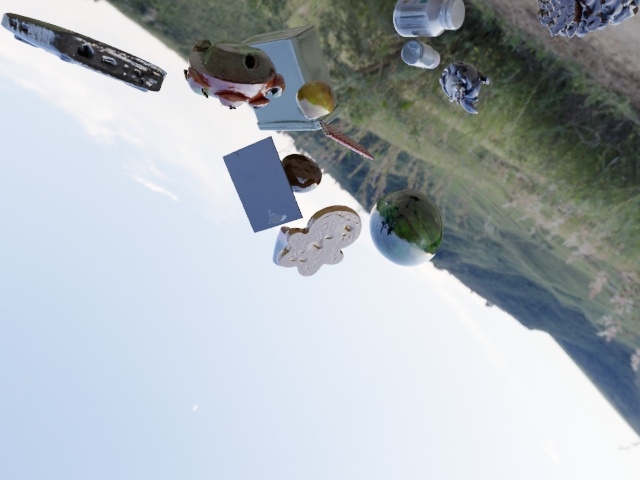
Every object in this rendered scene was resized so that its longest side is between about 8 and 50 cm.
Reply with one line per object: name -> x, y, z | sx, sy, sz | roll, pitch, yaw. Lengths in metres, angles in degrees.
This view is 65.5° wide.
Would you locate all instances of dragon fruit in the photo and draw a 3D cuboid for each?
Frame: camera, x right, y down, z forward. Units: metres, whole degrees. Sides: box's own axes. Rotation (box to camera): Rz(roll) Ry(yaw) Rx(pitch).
dragon fruit -> -0.233, -0.454, 1.347 | 0.268, 0.130, 0.295 | 21, -150, 14

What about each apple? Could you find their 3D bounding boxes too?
apple -> -0.017, -0.390, 1.381 | 0.114, 0.102, 0.099 | -130, 20, -73

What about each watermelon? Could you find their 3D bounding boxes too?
watermelon -> 0.382, -0.057, 2.226 | 0.363, 0.363, 0.363 | 40, -162, -16

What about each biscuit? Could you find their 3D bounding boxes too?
biscuit -> 0.000, -0.002, 1.874 | 0.275, 0.355, 0.052 | 24, -148, -34

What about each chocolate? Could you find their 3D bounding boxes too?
chocolate -> -0.072, -0.261, 1.932 | 0.177, 0.177, 0.177 | 40, -162, -16

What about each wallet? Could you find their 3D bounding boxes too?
wallet -> 0.083, -0.327, 1.627 | 0.196, 0.020, 0.103 | 23, -154, -34

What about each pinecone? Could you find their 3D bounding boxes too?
pinecone -> 0.751, -0.716, 1.354 | 0.242, 0.296, 0.298 | -48, -45, -64

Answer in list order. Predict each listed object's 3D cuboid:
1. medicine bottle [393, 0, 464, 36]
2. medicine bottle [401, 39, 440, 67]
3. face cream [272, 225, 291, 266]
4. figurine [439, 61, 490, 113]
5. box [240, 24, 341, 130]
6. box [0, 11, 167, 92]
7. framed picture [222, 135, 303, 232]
medicine bottle -> 0.365, -0.756, 1.669 | 0.215, 0.135, 0.135 | 19, 177, 41
medicine bottle -> 0.366, -0.661, 1.787 | 0.083, 0.083, 0.203 | 51, -149, 16
face cream -> -0.153, 0.025, 2.100 | 0.084, 0.198, 0.057 | 28, -136, 5
figurine -> 0.617, -0.672, 2.153 | 0.197, 0.175, 0.265 | 2, -135, -21
box -> -0.133, -0.619, 1.926 | 0.177, 0.352, 0.344 | -45, -51, -36
box -> -0.672, -0.541, 1.439 | 0.350, 0.091, 0.359 | 27, -169, 30
framed picture -> -0.220, -0.203, 1.879 | 0.013, 0.244, 0.324 | -38, -71, -56
